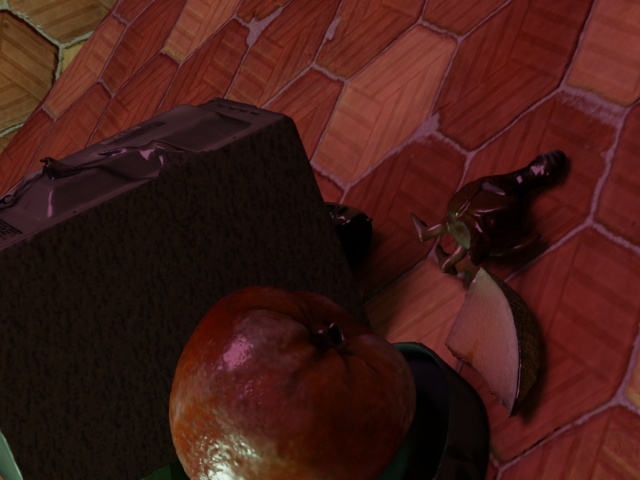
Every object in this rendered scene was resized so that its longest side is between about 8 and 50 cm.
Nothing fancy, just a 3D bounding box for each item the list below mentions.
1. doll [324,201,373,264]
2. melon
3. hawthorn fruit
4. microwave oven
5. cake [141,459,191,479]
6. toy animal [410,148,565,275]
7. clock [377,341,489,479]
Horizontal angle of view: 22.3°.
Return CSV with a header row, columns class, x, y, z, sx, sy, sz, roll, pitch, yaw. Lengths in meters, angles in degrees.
class,x,y,z,sx,sy,sz,roll,pitch,yaw
doll,0.000,0.000,2.047,0.179,0.102,0.088,-22,82,42
melon,0.184,0.105,1.638,0.098,0.054,0.182,-56,24,8
hawthorn fruit,-0.045,0.165,1.576,0.263,0.235,0.231,-38,-2,-2
microwave oven,-0.211,0.059,1.845,0.432,0.374,0.236,-27,19,-19
cake,-0.150,0.326,1.834,0.100,0.099,0.235,-23,32,7
toy animal,0.194,-0.029,1.751,0.179,0.089,0.188,-33,16,12
clock,0.041,0.254,1.674,0.319,0.066,0.319,-40,29,28
